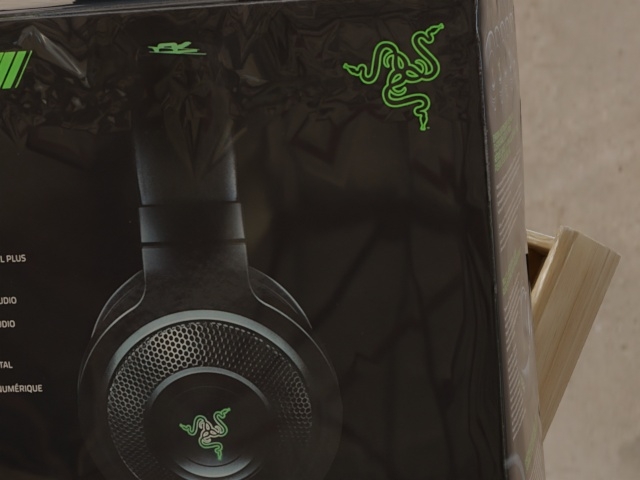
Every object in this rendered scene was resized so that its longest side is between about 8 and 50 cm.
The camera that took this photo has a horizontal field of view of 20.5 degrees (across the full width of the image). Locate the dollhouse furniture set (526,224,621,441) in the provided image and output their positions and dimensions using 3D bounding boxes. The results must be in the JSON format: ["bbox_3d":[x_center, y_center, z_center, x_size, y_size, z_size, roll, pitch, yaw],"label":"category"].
[{"bbox_3d":[0.000,0.000,1.408,0.256,0.394,0.362,18,84,51],"label":"dollhouse furniture set"}]

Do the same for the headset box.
[{"bbox_3d":[-0.037,0.016,0.742,0.246,0.283,0.131,-2,11,12],"label":"headset box"}]
